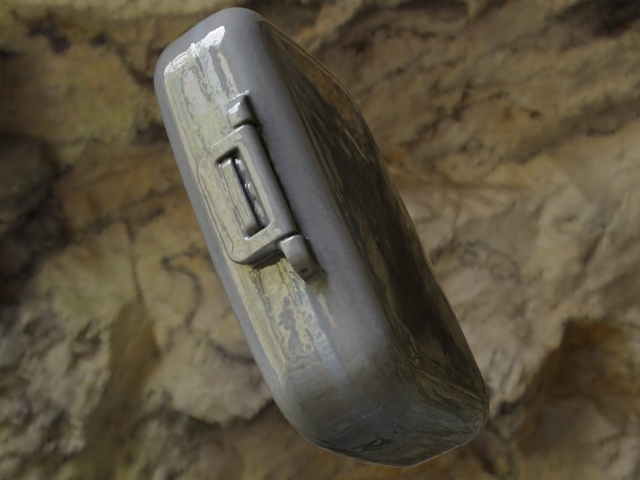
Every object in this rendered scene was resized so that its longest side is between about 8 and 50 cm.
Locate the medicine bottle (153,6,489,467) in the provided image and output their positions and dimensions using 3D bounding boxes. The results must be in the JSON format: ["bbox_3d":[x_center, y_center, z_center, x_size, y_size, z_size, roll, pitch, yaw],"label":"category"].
[{"bbox_3d":[0.000,0.000,1.148,0.123,0.375,0.282,-29,-25,15],"label":"medicine bottle"}]
